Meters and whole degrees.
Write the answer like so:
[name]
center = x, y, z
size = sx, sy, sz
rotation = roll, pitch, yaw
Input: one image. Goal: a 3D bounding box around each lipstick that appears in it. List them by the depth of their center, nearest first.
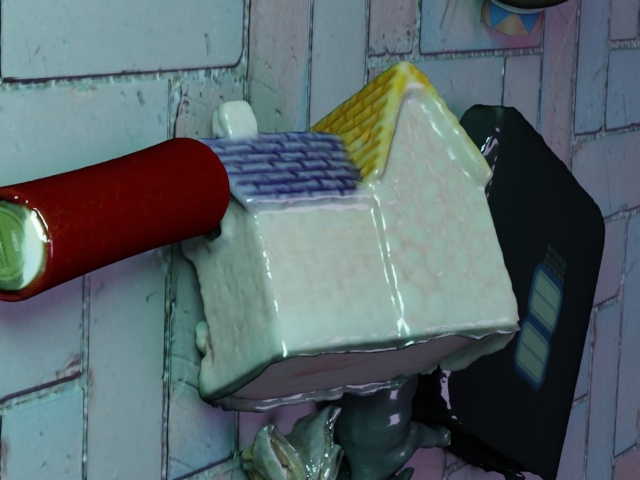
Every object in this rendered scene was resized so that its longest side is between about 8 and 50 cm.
[lipstick]
center = -0.153, -0.018, 1.332
size = 0.241, 0.080, 0.080
rotation = -22, 115, -60

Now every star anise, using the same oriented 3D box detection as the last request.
[star anise]
center = -0.037, 0.232, 1.628
size = 0.182, 0.065, 0.195
rotation = -45, 140, -44

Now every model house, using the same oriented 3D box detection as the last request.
[model house]
center = 0.000, 0.000, 1.540
size = 0.237, 0.202, 0.237
rotation = -6, 76, -27

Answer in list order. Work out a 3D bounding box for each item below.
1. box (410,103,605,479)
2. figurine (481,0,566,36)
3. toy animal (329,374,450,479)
[box]
center = 0.199, 0.065, 2.015
size = 0.359, 0.091, 0.350
rotation = 38, 61, -58
[figurine]
center = 0.201, -0.321, 1.882
size = 0.158, 0.161, 0.275
rotation = -42, 135, -20
[toy animal]
center = 0.060, 0.196, 1.788
size = 0.137, 0.082, 0.269
rotation = -27, 123, -55
